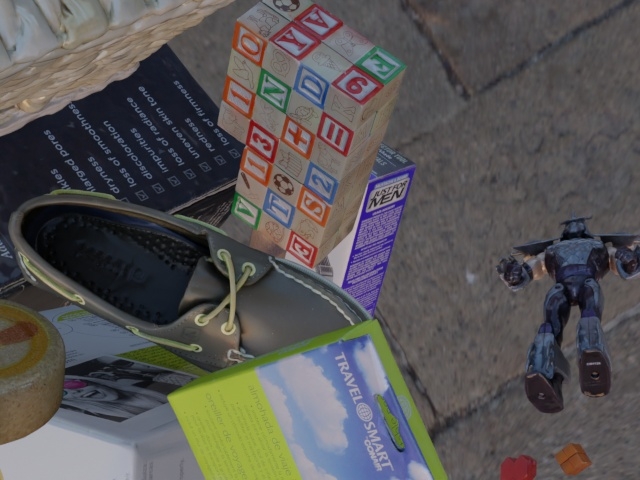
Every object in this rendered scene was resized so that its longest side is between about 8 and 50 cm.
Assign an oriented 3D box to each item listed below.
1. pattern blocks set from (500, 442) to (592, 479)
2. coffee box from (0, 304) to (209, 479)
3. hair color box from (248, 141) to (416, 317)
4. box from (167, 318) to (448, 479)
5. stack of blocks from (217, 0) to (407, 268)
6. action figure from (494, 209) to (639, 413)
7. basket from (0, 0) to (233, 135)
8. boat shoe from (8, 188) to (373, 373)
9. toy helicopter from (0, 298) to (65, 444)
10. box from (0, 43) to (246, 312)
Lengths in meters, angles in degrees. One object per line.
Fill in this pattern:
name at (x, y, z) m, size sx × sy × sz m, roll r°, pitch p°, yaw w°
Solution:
pattern blocks set at (0.330, 0.430, 1.834) m, size 0.026 × 0.325 × 0.285 m, roll 12°, pitch 75°, yaw -21°
coffee box at (-0.191, 0.261, 1.166) m, size 0.334 × 0.338 × 0.337 m, roll 11°, pitch 102°, yaw 31°
hair color box at (0.000, 0.000, 1.824) m, size 0.110 × 0.338 × 0.185 m, roll -20°, pitch 46°, yaw -42°
box at (-0.005, 0.116, 0.780) m, size 0.178 × 0.042 × 0.109 m, roll -22°, pitch 94°, yaw 41°
stack of blocks at (-0.025, -0.122, 1.486) m, size 0.171 × 0.297 × 0.087 m, roll 36°, pitch 54°, yaw 15°
action figure at (0.298, 0.061, 1.518) m, size 0.185 × 0.099 × 0.285 m, roll -15°, pitch 39°, yaw 25°
basket at (-0.247, -0.232, 0.791) m, size 0.328 × 0.266 × 0.331 m, roll -30°, pitch 98°, yaw -40°
boat shoe at (-0.101, 0.040, 1.018) m, size 0.305 × 0.091 × 0.109 m, roll 20°, pitch 81°, yaw 5°
toy helicopter at (-0.218, 0.122, 0.523) m, size 0.235 × 0.355 × 0.140 m, roll 15°, pitch 120°, yaw 8°
box at (-0.421, -0.122, 1.659) m, size 0.480 × 0.472 × 0.297 m, roll 52°, pitch 130°, yaw 9°
